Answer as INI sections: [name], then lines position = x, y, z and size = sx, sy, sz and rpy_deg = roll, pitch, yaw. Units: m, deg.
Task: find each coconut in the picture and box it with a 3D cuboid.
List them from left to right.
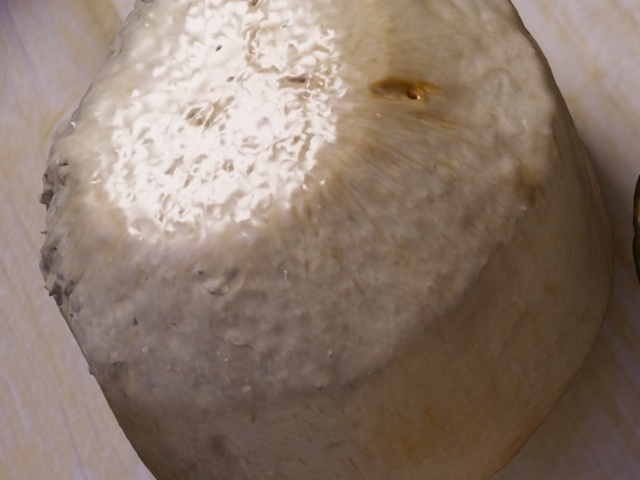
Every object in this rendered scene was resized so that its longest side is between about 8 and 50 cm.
[coconut]
position = 0.000, 0.000, 1.174
size = 0.345, 0.415, 0.415
rpy_deg = 30, 109, 26

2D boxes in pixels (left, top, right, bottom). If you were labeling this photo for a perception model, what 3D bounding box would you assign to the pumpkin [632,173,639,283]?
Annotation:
[pumpkin]
position = 0.290, -0.011, 1.047
size = 0.224, 0.157, 0.223
rpy_deg = -6, 79, 32
